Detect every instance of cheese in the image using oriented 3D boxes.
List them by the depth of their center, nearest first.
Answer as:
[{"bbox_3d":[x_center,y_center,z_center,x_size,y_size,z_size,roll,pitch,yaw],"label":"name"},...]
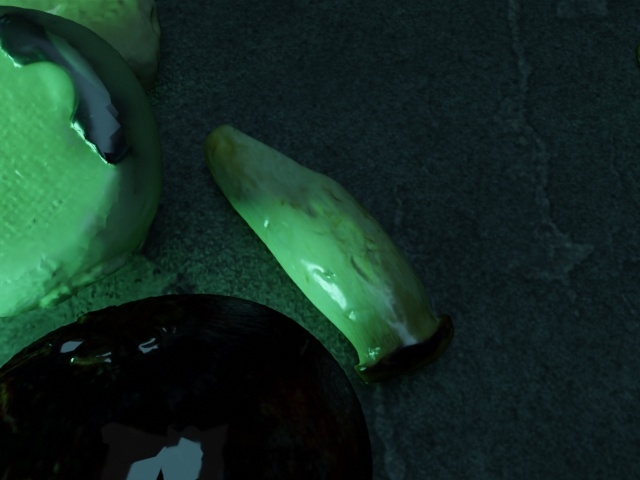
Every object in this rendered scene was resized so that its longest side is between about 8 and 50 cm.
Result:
[{"bbox_3d":[-0.309,-0.219,1.012,0.263,0.093,0.159,-5,57,-5],"label":"cheese"}]

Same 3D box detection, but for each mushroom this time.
[{"bbox_3d":[0.003,-0.001,0.909,0.107,0.087,0.333,-30,63,-18],"label":"mushroom"}]

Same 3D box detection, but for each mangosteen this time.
[{"bbox_3d":[-0.113,0.195,0.677,0.330,0.330,0.330,2,60,-3],"label":"mangosteen"}]

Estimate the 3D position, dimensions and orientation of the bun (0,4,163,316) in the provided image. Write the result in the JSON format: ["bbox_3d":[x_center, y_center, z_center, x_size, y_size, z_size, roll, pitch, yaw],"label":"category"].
[{"bbox_3d":[-0.283,-0.067,0.876,0.293,0.187,0.293,-1,82,8],"label":"bun"}]

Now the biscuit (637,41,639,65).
[{"bbox_3d":[0.487,-0.187,1.078,0.234,0.030,0.153,32,61,14],"label":"biscuit"}]
